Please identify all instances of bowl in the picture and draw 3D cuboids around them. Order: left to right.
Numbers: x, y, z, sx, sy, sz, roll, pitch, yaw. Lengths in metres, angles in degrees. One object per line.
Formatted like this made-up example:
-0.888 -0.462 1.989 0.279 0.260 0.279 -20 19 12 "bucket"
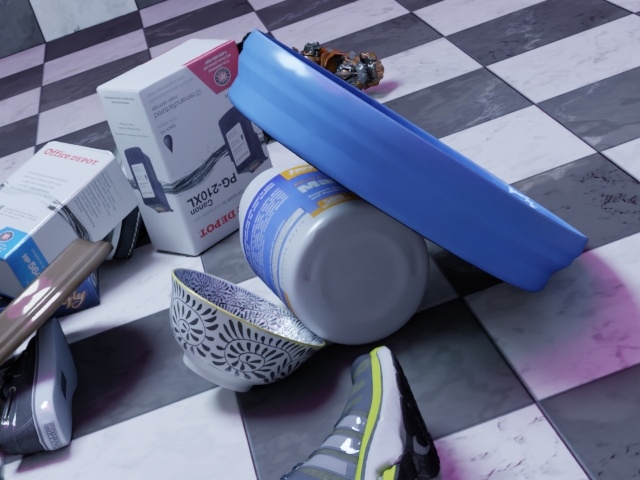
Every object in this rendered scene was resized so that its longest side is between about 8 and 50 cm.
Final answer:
-0.087 0.099 1.369 0.170 0.080 0.170 25 7 -3 "bowl"
0.081 -0.075 1.358 0.077 0.391 0.391 -58 21 8 "bowl"

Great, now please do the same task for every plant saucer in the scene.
-0.339 0.092 1.519 0.278 0.041 0.278 -44 8 8 "plant saucer"

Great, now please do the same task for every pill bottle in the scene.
0.000 0.000 1.476 0.152 0.152 0.272 -23 22 -12 "pill bottle"

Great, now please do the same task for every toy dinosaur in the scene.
-0.061 -0.247 2.206 0.322 0.164 0.218 -26 -2 37 "toy dinosaur"

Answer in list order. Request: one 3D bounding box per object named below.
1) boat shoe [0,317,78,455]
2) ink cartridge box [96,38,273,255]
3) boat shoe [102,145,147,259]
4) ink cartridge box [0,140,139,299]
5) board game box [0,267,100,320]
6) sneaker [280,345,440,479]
-0.306 0.158 1.463 0.076 0.080 0.228 -17 29 -1 "boat shoe"
-0.167 -0.123 1.801 0.100 0.237 0.172 9 35 46 "ink cartridge box"
-0.249 -0.068 1.920 0.091 0.114 0.302 18 35 -14 "boat shoe"
-0.353 -0.026 1.746 0.148 0.086 0.203 14 50 43 "ink cartridge box"
-0.376 0.031 1.813 0.165 0.042 0.243 -19 31 0 "board game box"
0.023 0.181 1.086 0.121 0.111 0.300 -19 19 12 "sneaker"
